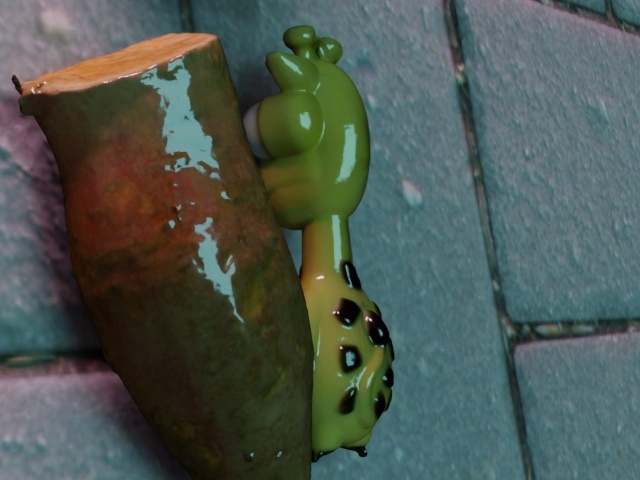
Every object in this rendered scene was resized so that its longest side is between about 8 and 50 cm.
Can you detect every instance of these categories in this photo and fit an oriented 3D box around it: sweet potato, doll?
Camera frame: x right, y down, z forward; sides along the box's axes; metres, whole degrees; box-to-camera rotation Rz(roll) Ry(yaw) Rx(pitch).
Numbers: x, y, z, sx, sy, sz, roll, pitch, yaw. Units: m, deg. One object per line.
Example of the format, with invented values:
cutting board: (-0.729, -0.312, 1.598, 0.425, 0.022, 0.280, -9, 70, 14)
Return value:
sweet potato: (-0.067, 0.045, 0.753, 0.131, 0.131, 0.336, -20, 92, -52)
doll: (-0.001, 0.000, 0.877, 0.117, 0.086, 0.291, 13, 70, -65)
